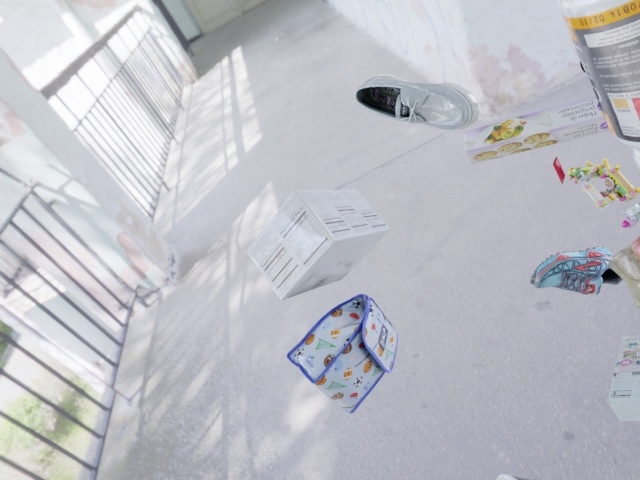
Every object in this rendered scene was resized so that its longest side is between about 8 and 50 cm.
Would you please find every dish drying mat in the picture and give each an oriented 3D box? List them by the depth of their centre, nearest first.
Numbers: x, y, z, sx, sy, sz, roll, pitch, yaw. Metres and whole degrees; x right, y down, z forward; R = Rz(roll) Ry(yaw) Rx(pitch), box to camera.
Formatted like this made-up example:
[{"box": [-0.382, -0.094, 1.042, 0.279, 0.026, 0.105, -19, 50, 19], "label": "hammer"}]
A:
[{"box": [0.678, -0.199, 1.302, 0.008, 0.083, 0.032, 3, 60, 46], "label": "dish drying mat"}]

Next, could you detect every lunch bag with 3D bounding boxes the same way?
[{"box": [0.124, 0.431, 1.798, 0.385, 0.328, 0.239, -47, 42, -12], "label": "lunch bag"}]

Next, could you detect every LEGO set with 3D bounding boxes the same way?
[{"box": [0.772, -0.151, 1.295, 0.107, 0.132, 0.287, -26, 39, 3], "label": "LEGO set"}]

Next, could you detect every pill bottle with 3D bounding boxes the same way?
[{"box": [0.406, -0.207, 0.533, 0.162, 0.278, 0.162, -31, 26, 17], "label": "pill bottle"}]

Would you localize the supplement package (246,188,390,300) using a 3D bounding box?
[{"box": [0.000, 0.000, 1.072, 0.145, 0.261, 0.204, 52, 120, 18], "label": "supplement package"}]

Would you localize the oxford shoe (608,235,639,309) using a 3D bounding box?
[{"box": [0.857, 0.155, 1.108, 0.122, 0.130, 0.348, -11, 62, -30], "label": "oxford shoe"}]

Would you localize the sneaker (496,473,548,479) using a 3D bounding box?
[{"box": [0.547, 0.632, 1.029, 0.295, 0.146, 0.105, -153, 74, -71], "label": "sneaker"}]

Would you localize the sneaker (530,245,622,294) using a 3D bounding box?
[{"box": [0.725, 0.096, 1.280, 0.261, 0.104, 0.125, -13, 45, -5], "label": "sneaker"}]

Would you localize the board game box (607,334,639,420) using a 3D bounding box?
[{"box": [1.060, 0.421, 1.436, 0.224, 0.098, 0.303, -24, 15, 50], "label": "board game box"}]

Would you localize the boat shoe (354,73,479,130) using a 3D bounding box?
[{"box": [0.155, -0.232, 0.790, 0.081, 0.079, 0.227, -33, 44, -33], "label": "boat shoe"}]

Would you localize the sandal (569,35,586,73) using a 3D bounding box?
[{"box": [0.461, -0.320, 0.744, 0.076, 0.265, 0.102, 41, 119, 47], "label": "sandal"}]

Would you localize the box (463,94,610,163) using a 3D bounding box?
[{"box": [0.506, -0.259, 1.077, 0.323, 0.067, 0.063, -11, 62, 25], "label": "box"}]
